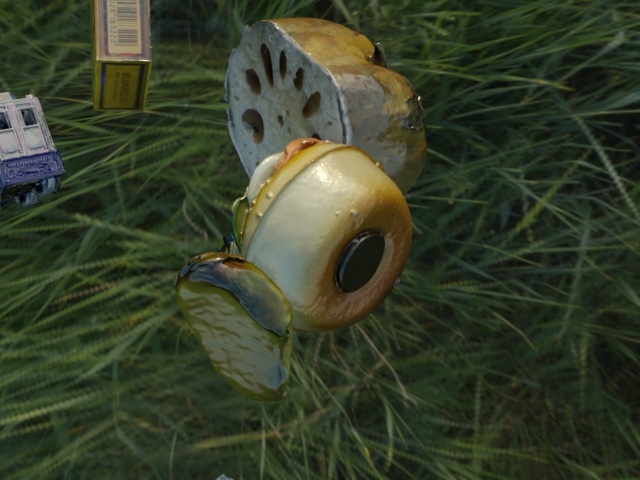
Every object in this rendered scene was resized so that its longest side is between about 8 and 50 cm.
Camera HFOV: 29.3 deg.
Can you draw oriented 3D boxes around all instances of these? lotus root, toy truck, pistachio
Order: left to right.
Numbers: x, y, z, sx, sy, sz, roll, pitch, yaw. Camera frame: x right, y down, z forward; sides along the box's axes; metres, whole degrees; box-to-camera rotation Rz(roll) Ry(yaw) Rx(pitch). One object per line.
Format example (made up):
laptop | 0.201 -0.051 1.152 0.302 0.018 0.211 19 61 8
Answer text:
toy truck | -0.508 -0.106 1.809 0.124 0.268 0.155 -16 87 -48
pistachio | -0.061 0.066 1.038 0.089 0.049 0.173 -3 133 24
lotus root | 0.020 -0.156 1.526 0.192 0.272 0.272 -17 98 -26

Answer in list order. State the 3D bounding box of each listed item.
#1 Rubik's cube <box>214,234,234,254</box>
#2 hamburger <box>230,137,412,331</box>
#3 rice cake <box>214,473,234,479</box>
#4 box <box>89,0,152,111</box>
Rubik's cube | -0.090 0.051 1.612 0.112 0.133 0.133 -16 99 30
hamburger | 0.003 -0.002 1.357 0.237 0.147 0.237 -27 132 -34
rice cake | -0.073 0.347 1.403 0.042 0.030 0.180 -49 62 26
box | -0.304 -0.367 1.839 0.084 0.193 0.301 -1 74 -13
